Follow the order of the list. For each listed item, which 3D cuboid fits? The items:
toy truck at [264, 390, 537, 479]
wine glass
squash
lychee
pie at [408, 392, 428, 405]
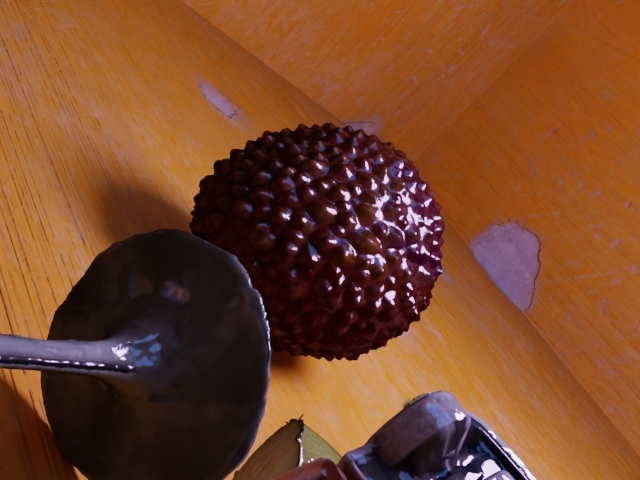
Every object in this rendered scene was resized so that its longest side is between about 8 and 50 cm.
[{"bbox_3d":[-0.027,0.221,0.427,0.388,0.207,0.173,-8,51,-48],"label":"toy truck"},{"bbox_3d":[-0.202,0.062,0.512,0.267,0.267,0.406,50,9,22],"label":"wine glass"},{"bbox_3d":[0.017,0.261,0.814,0.287,0.137,0.137,42,13,-36],"label":"squash"},{"bbox_3d":[0.000,0.000,1.144,0.330,0.306,0.306,3,42,-51],"label":"lychee"},{"bbox_3d":[0.203,0.301,1.372,0.187,0.041,0.187,41,14,-12],"label":"pie"}]
